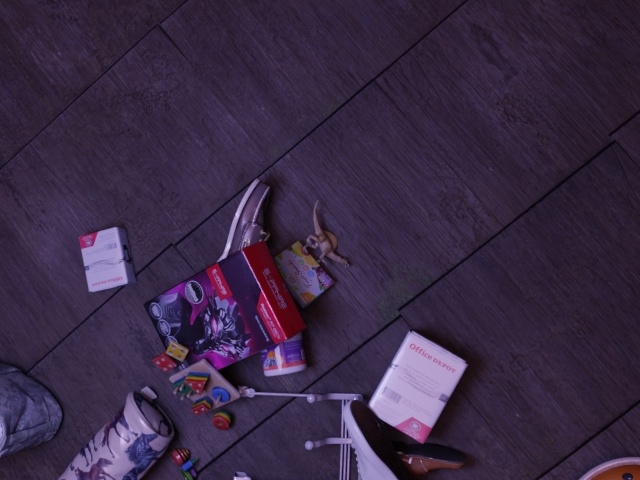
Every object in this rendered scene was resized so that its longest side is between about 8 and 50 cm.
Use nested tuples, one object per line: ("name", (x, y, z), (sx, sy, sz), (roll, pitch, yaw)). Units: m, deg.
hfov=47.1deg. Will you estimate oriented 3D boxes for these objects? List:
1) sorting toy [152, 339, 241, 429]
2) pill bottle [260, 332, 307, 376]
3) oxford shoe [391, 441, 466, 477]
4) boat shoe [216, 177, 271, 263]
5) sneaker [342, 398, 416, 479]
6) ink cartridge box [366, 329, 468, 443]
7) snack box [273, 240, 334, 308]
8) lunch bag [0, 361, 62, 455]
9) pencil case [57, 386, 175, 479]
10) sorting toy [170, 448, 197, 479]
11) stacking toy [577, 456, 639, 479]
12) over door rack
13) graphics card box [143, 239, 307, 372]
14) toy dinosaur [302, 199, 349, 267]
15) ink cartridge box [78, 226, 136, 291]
("sorting toy", (-0.290, 0.356, 1.763), (0.132, 0.046, 0.274), (-29, 112, 34))
("pill bottle", (-0.101, 0.229, 1.804), (0.108, 0.108, 0.194), (-11, 83, 8))
("oxford shoe", (0.241, 0.529, 1.750), (0.212, 0.076, 0.076), (0, 99, 18))
("boat shoe", (-0.181, 0.007, 1.835), (0.096, 0.116, 0.324), (22, 93, 10))
("sneaker", (0.111, 0.511, 1.696), (0.123, 0.106, 0.290), (-31, 90, 29))
("ink cartridge box", (0.231, 0.343, 1.751), (0.158, 0.092, 0.218), (30, 92, 10))
("snack box", (-0.049, 0.084, 1.822), (0.100, 0.037, 0.141), (-37, 79, -28))
("lunch bag", (-0.811, 0.431, 1.801), (0.256, 0.305, 0.213), (16, 88, 11))
("pencil case", (-0.535, 0.559, 1.814), (0.410, 0.160, 0.183), (-48, 42, 0))
("sorting toy", (-0.333, 0.563, 1.846), (0.042, 0.061, 0.102), (-31, 88, -29))
("stacking toy", (0.687, 0.648, 1.455), (0.350, 0.480, 0.351), (-1, 85, 8))
("over door rack", (-0.063, 0.485, 1.777), (0.324, 0.108, 0.240), (1, 84, 9))
("graphics card box", (-0.235, 0.178, 1.751), (0.371, 0.094, 0.233), (-27, 90, 34))
("toy dinosaur", (0.000, 0.000, 1.830), (0.092, 0.053, 0.183), (-29, 90, -34))
("ink cartridge box", (-0.554, 0.052, 1.914), (0.109, 0.063, 0.151), (-14, 84, 7))
